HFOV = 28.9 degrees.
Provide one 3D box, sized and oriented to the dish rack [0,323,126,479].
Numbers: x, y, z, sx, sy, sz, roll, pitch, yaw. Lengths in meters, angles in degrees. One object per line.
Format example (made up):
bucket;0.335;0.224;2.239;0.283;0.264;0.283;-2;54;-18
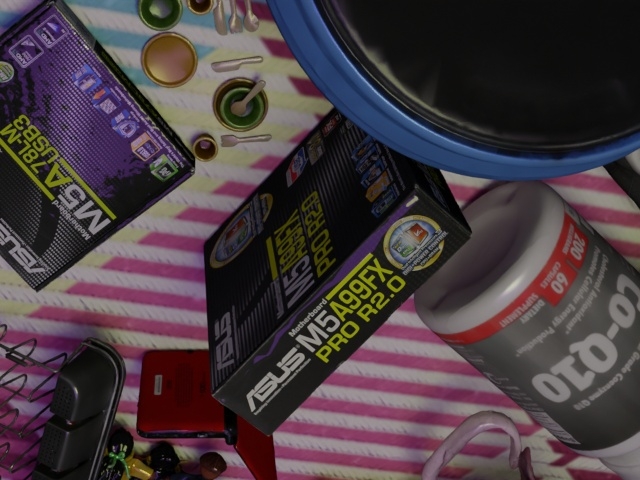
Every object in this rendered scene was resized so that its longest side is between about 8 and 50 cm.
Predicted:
dish rack;-0.326;0.148;1.115;0.271;0.074;0.208;23;110;12

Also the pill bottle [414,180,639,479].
pill bottle;0.233;0.091;1.109;0.283;0.161;0.161;40;104;-21

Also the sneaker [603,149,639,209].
sneaker;0.286;-0.082;1.083;0.104;0.147;0.295;-46;141;4

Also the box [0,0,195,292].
box;-0.234;-0.080;1.057;0.184;0.045;0.191;-36;111;7

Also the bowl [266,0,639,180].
bowl;0.146;-0.233;0.845;0.391;0.077;0.391;-1;97;-11

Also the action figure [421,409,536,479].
action figure;0.263;0.328;1.212;0.370;0.276;0.248;3;140;-41

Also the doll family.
doll family;-0.170;0.228;1.184;0.193;0.076;0.111;17;106;-18

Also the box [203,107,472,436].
box;0.000;0.000;0.991;0.060;0.270;0.216;40;105;-20

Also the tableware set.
tableware set;-0.099;-0.143;1.054;0.104;0.024;0.154;-8;114;-2

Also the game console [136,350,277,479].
game console;-0.101;0.167;1.120;0.124;0.144;0.085;0;112;-6
